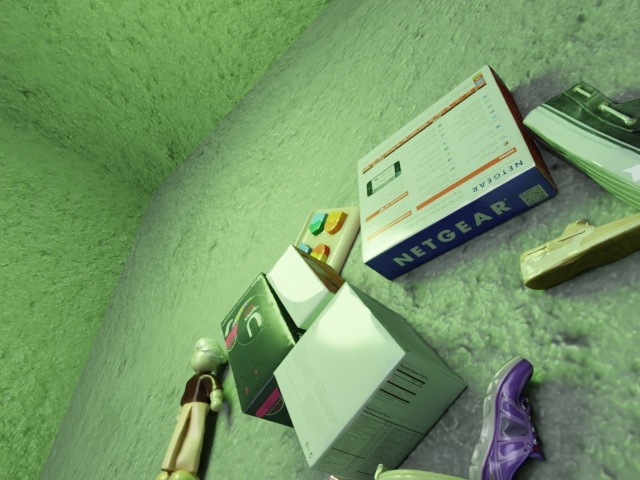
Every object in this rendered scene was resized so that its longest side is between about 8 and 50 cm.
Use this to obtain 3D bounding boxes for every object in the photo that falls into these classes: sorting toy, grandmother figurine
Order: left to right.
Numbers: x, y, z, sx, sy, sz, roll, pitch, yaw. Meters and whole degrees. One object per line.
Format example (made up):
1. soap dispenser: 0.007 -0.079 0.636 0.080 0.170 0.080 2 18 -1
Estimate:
1. grandmother figurine: -0.305 0.405 1.062 0.208 0.104 0.342 -22 48 32
2. sorting toy: 0.000 0.000 1.056 0.208 0.038 0.192 5 66 55

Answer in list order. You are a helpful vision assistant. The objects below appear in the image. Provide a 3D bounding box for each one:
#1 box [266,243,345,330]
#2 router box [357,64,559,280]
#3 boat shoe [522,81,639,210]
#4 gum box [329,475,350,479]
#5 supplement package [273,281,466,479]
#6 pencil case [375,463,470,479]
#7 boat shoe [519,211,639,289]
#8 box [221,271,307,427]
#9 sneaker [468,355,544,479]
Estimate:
1. box: -0.009 0.106 0.865 0.091 0.130 0.170 -52 41 8
2. router box: 0.222 -0.126 0.819 0.336 0.082 0.301 -33 39 34
3. boat shoe: 0.392 -0.134 0.553 0.119 0.121 0.335 -48 31 21
4. gum box: 0.040 0.439 0.581 0.107 0.062 0.188 -9 55 51
5. supplement package: 0.065 0.215 0.665 0.203 0.149 0.194 -53 31 7
6. pencil case: 0.118 0.432 0.387 0.184 0.160 0.410 -14 50 28
7. boat shoe: 0.338 0.004 0.560 0.170 0.063 0.059 -34 44 34
8. box: -0.084 0.214 0.879 0.165 0.143 0.270 -53 32 8
9. sneaker: 0.236 0.227 0.520 0.071 0.068 0.169 8 77 40
